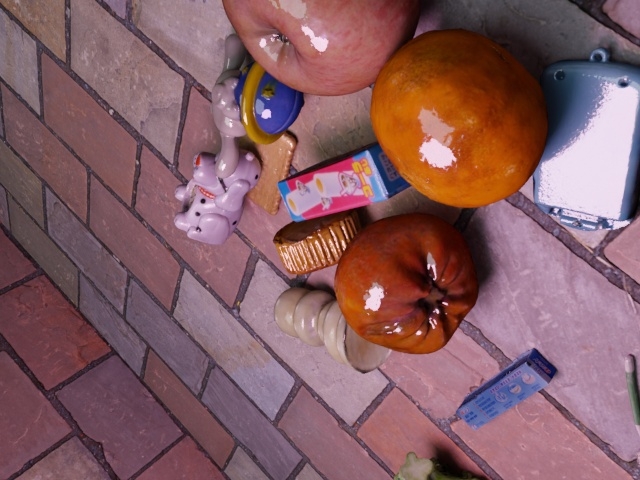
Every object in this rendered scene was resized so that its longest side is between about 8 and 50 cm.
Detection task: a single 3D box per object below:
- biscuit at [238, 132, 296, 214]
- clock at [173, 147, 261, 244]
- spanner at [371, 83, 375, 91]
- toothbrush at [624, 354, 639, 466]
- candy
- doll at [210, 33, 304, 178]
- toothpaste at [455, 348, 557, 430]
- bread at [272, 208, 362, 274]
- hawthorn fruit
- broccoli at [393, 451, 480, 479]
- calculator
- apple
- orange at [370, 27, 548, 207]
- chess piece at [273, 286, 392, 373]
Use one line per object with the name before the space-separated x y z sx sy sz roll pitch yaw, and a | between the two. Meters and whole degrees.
biscuit | -0.139 -0.188 1.501 0.160 0.030 0.250 39 139 19
clock | -0.237 -0.130 1.497 0.189 0.189 0.254 49 135 8
spanner | 0.219 -0.218 1.118 0.325 0.026 0.093 37 139 20
toothbrush | 0.580 0.319 1.137 0.024 0.018 0.257 8 123 50
candy | 0.064 -0.126 1.220 0.306 0.157 0.100 -13 105 55
doll | -0.160 -0.268 1.305 0.242 0.159 0.311 21 104 22
toothpaste | 0.384 0.320 1.314 0.066 0.053 0.272 42 139 9
bread | 0.000 0.000 1.361 0.199 0.199 0.104 -5 114 47
hawthorn fruit | 0.152 0.072 1.223 0.298 0.277 0.277 -135 30 -59
broccoli | 0.277 0.632 1.479 0.265 0.294 0.245 -28 113 11
calculator | 0.410 -0.147 0.952 0.173 0.051 0.293 20 129 38
apple | -0.012 -0.391 1.009 0.345 0.269 0.345 20 140 18
orange | 0.207 -0.179 0.948 0.284 0.226 0.284 47 -179 -1
chess piece | 0.010 0.198 1.529 0.330 0.182 0.182 9 123 48
